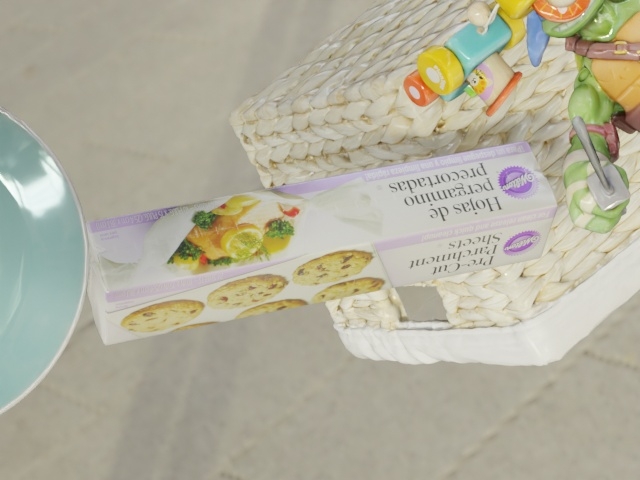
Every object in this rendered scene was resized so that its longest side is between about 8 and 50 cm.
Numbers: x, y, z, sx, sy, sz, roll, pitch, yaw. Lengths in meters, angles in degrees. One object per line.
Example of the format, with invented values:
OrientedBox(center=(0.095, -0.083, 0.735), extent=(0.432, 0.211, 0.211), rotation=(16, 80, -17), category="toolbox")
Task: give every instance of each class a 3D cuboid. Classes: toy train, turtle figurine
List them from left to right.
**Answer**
OrientedBox(center=(0.118, -0.119, 0.991), extent=(0.166, 0.046, 0.125), rotation=(-46, -10, 24), category="toy train")
OrientedBox(center=(0.252, -0.070, 1.182), extent=(0.197, 0.266, 0.275), rotation=(-61, 19, -19), category="turtle figurine")

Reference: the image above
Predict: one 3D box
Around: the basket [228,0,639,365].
OrientedBox(center=(0.149, -0.087, 1.641), extent=(0.331, 0.266, 0.328), rotation=(-39, 16, -24), category="basket")

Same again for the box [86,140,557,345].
OrientedBox(center=(0.000, 0.000, 1.328), extent=(0.324, 0.067, 0.063), rotation=(-10, 56, -16), category="box")

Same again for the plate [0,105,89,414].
OrientedBox(center=(-0.215, 0.011, 1.016), extent=(0.188, 0.188, 0.024), rotation=(-34, 3, -9), category="plate")
